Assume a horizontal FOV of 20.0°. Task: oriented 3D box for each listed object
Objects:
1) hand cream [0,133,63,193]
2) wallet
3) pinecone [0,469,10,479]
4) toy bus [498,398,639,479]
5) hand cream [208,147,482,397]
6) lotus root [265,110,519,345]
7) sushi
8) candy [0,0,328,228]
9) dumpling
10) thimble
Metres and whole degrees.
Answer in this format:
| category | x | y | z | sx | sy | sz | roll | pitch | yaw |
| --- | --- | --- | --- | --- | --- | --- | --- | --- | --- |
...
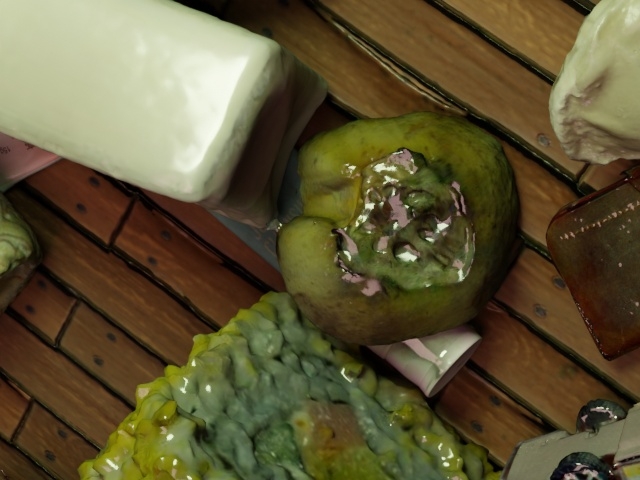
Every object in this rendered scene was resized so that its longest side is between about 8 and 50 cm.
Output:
| category | x | y | z | sx | sy | sz | roll | pitch | yaw |
| --- | --- | --- | --- | --- | --- | --- | --- | --- | --- |
| hand cream | -0.242 | -0.096 | 1.625 | 0.216 | 0.038 | 0.052 | -23 | 69 | 34 |
| wallet | 0.295 | -0.011 | 1.392 | 0.255 | 0.031 | 0.137 | -28 | 94 | 31 |
| pinecone | -0.304 | 0.324 | 1.703 | 0.221 | 0.221 | 0.221 | 8 | 111 | 23 |
| toy bus | 0.301 | 0.180 | 1.417 | 0.317 | 0.112 | 0.138 | -22 | 107 | 31 |
| hand cream | 0.000 | 0.000 | 1.520 | 0.312 | 0.070 | 0.111 | 41 | 114 | 12 |
| lotus root | 0.061 | -0.011 | 1.428 | 0.203 | 0.078 | 0.183 | -15 | 90 | 0 |
| sushi | -0.017 | 0.269 | 1.452 | 0.396 | 0.351 | 0.240 | 45 | 120 | 7 |
| candy | -0.187 | -0.139 | 1.454 | 0.358 | 0.208 | 0.145 | 24 | 92 | 17 |
| dumpling | 0.239 | -0.133 | 1.321 | 0.136 | 0.118 | 0.199 | 30 | 114 | -36 |
| thimble | -0.347 | 0.010 | 1.649 | 0.143 | 0.137 | 0.190 | 45 | 145 | 4 |
